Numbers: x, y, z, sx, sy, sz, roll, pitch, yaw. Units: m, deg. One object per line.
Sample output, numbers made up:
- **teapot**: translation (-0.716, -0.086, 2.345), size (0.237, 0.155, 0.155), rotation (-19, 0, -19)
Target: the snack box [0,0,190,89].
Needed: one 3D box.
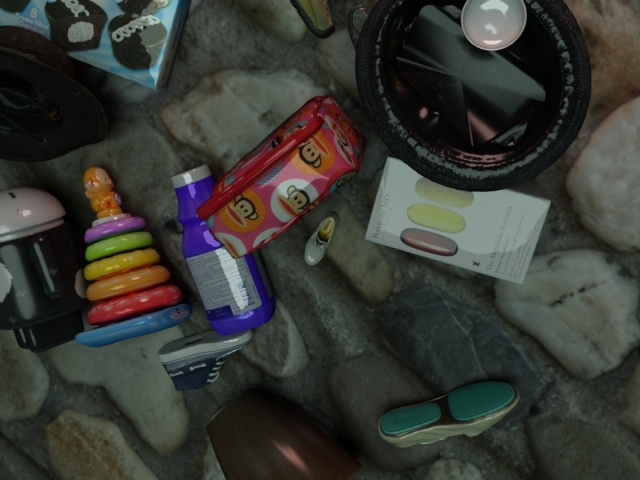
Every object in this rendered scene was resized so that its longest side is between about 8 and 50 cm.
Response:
- **snack box**: translation (-0.377, -0.387, 1.198), size (0.322, 0.060, 0.187), rotation (21, 107, 4)

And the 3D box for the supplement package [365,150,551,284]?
- **supplement package**: translation (0.207, -0.044, 1.148), size (0.244, 0.134, 0.139), rotation (16, 107, 6)

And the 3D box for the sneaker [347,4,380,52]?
- **sneaker**: translation (0.083, -0.277, 1.137), size (0.065, 0.076, 0.166), rotation (-18, 101, 13)

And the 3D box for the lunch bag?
- **lunch bag**: translation (-0.063, -0.088, 1.104), size (0.258, 0.293, 0.120), rotation (-38, 100, 17)

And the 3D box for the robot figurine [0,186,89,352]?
- **robot figurine**: translation (-0.500, 0.048, 1.277), size (0.209, 0.173, 0.278), rotation (-11, 101, 14)

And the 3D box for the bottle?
- **bottle**: translation (-0.171, 0.014, 1.253), size (0.118, 0.092, 0.283), rotation (-18, 101, 14)

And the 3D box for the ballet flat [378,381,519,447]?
- **ballet flat**: translation (0.223, 0.305, 1.278), size (0.248, 0.086, 0.086), rotation (-16, 102, 15)

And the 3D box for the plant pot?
- **plant pot**: translation (-0.083, 0.376, 1.295), size (0.215, 0.215, 0.230), rotation (-46, 79, 18)

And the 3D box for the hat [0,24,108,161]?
- **hat**: translation (-0.499, -0.260, 1.200), size (0.331, 0.331, 0.134), rotation (0, 66, 10)

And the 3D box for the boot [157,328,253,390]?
- **boot**: translation (-0.192, 0.210, 1.331), size (0.190, 0.069, 0.086), rotation (-16, 109, 22)

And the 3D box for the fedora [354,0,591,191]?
- **fedora**: translation (0.217, -0.233, 1.078), size (0.334, 0.152, 0.334), rotation (1, 95, 11)

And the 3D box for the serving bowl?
- **serving bowl**: translation (0.226, -0.289, 0.979), size (0.083, 0.027, 0.083), rotation (1, 95, 11)

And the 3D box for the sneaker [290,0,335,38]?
- **sneaker**: translation (0.009, -0.479, 0.981), size (0.182, 0.158, 0.410), rotation (-6, 93, 7)

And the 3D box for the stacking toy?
- **stacking toy**: translation (-0.343, 0.016, 1.272), size (0.165, 0.175, 0.302), rotation (-16, 88, 13)

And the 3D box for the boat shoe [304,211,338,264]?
- **boat shoe**: translation (0.000, 0.000, 1.249), size (0.035, 0.035, 0.100), rotation (30, 108, 1)
